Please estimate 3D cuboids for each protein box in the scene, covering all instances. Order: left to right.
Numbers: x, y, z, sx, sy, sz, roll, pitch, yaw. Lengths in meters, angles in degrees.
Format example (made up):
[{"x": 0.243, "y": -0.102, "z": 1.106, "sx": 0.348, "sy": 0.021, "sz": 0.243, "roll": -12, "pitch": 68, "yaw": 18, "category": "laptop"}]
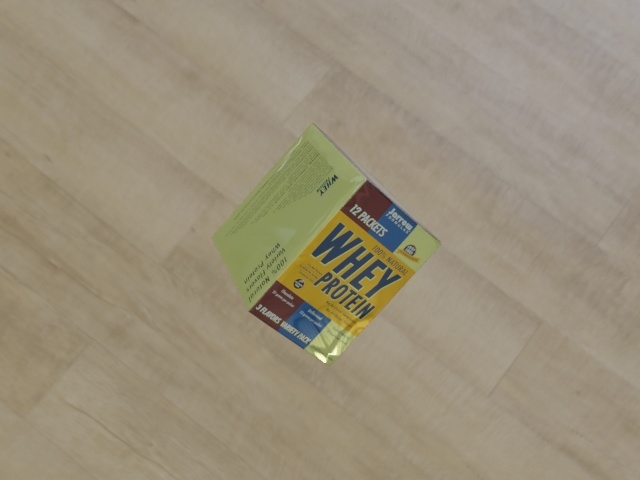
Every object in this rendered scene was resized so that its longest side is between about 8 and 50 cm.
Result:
[{"x": 0.000, "y": 0.000, "z": 1.113, "sx": 0.136, "sy": 0.201, "sz": 0.200, "roll": 38, "pitch": 98, "yaw": -30, "category": "protein box"}]
